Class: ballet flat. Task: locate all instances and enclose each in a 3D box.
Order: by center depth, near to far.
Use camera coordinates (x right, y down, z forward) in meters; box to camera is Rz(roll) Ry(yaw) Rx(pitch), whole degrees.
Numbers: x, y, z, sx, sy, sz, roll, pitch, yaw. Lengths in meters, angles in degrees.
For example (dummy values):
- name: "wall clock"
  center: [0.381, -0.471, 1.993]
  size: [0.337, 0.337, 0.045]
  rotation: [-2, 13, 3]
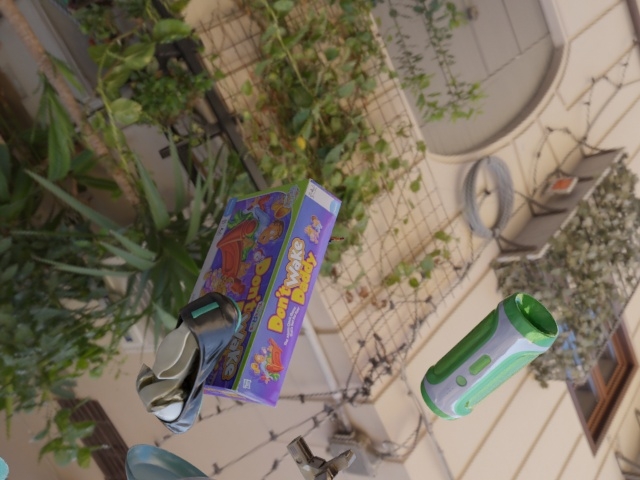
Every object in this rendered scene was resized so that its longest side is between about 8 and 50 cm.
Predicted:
- name: "ballet flat"
  center: [-0.205, 0.182, 0.846]
  size: [0.096, 0.095, 0.281]
  rotation: [-12, 137, -48]

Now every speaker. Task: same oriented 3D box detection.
- name: "speaker"
  center: [0.328, 0.237, 1.198]
  size: [0.297, 0.131, 0.131]
  rotation: [-53, 179, 33]

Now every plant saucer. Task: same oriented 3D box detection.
- name: "plant saucer"
  center: [-0.308, 0.571, 1.337]
  size: [0.044, 0.317, 0.317]
  rotation: [-55, -160, -6]

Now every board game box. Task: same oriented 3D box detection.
- name: "board game box"
  center: [-0.116, 0.081, 0.989]
  size: [0.233, 0.078, 0.347]
  rotation: [-8, -124, 48]

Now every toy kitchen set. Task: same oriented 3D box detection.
- name: "toy kitchen set"
  center: [-0.005, 0.341, 0.944]
  size: [0.083, 0.075, 0.068]
  rotation: [-35, 173, 22]

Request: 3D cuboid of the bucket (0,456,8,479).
- name: "bucket"
  center: [-0.306, 0.248, 0.324]
  size: [0.182, 0.282, 0.281]
  rotation: [-4, -161, 8]

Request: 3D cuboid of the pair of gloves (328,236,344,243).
- name: "pair of gloves"
  center: [0.000, 0.000, 1.183]
  size: [0.074, 0.010, 0.083]
  rotation: [-1, -171, 27]

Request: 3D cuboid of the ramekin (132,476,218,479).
- name: "ramekin"
  center: [-0.193, 0.401, 0.657]
  size: [0.277, 0.135, 0.278]
  rotation: [-17, -123, 29]
